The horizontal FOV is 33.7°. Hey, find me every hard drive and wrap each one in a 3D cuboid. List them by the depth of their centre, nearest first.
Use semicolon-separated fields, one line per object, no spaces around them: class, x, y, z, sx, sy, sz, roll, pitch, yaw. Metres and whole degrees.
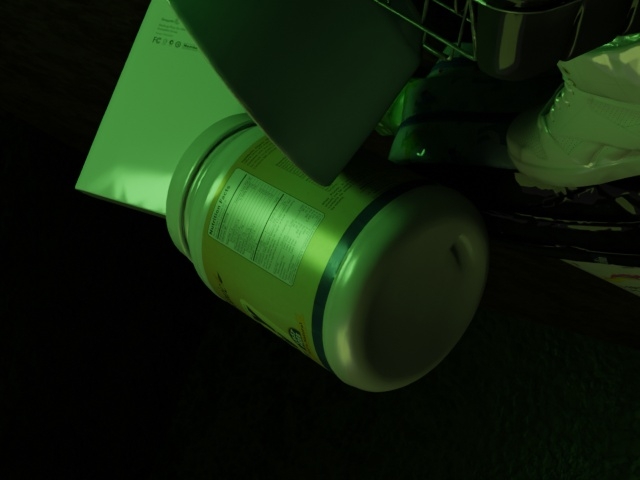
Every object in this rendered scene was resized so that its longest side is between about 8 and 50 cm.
hard drive;-0.168;-0.180;1.325;0.203;0.307;0.040;16;171;27

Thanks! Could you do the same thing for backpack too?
backpack;0.252;-0.094;1.197;0.355;0.273;0.290;-7;159;28

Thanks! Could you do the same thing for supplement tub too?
supplement tub;0.000;0.000;1.154;0.316;0.228;0.228;30;179;39

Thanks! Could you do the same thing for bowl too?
bowl;-0.017;-0.222;0.970;0.311;0.163;0.311;52;-169;-14

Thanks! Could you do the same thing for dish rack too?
dish rack;0.103;-0.203;0.682;0.271;0.208;0.074;41;143;37

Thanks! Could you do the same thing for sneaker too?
sneaker;0.224;-0.133;0.856;0.169;0.108;0.292;45;160;-22

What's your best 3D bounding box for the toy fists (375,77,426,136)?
toy fists;0.182;-0.143;1.458;0.279;0.096;0.142;29;166;-38

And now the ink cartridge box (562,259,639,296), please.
ink cartridge box;0.478;0.000;1.582;0.278;0.117;0.201;23;171;-20
